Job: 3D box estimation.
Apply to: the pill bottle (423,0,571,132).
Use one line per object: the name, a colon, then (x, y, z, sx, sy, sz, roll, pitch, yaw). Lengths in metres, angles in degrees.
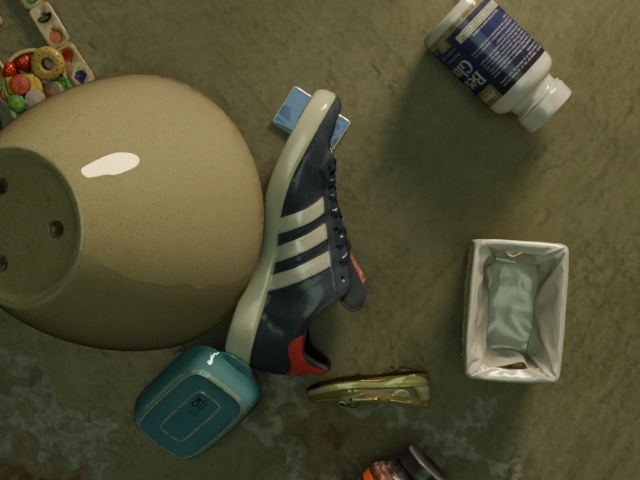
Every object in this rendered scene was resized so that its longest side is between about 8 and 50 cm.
pill bottle: (0.212, -0.209, 1.345, 0.169, 0.094, 0.094, 44, 95, -2)

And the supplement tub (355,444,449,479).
supplement tub: (0.068, 0.345, 1.398, 0.106, 0.106, 0.198, 43, 95, -2)

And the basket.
basket: (0.229, 0.079, 1.368, 0.113, 0.103, 0.167, 4, 96, 2)

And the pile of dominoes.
pile of dominoes: (-0.424, -0.251, 1.392, 0.196, 0.040, 0.251, -32, 93, 4)

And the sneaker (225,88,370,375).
sneaker: (0.000, 0.000, 1.361, 0.148, 0.131, 0.350, 16, 106, 2)

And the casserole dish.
casserole dish: (-0.154, 0.204, 1.386, 0.114, 0.037, 0.188, 39, 122, -13)

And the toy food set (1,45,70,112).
toy food set: (-0.347, -0.192, 1.389, 0.083, 0.020, 0.082, -9, 102, 0)

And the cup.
cup: (-0.261, -0.025, 1.257, 0.331, 0.237, 0.331, 2, 95, 23)

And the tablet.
tablet: (-0.011, -0.146, 1.404, 0.083, 0.006, 0.054, 33, 96, 0)

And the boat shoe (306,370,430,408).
boat shoe: (0.059, 0.191, 1.410, 0.153, 0.056, 0.048, -5, 91, -5)
